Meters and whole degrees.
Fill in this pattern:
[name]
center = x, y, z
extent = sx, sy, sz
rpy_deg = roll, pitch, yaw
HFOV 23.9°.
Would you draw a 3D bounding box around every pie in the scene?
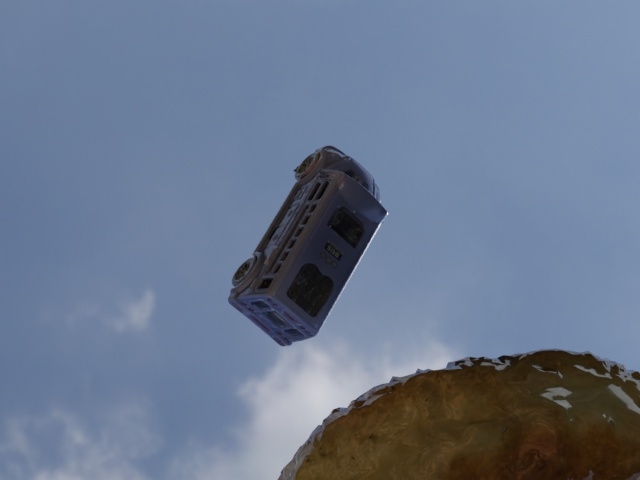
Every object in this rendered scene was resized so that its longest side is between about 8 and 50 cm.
[pie]
center = 0.095, 0.180, 0.623
extent = 0.315, 0.315, 0.092
rpy_deg = -19, -147, -3

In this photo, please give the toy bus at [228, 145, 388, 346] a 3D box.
[toy bus]
center = 0.000, 0.000, 1.218
extent = 0.076, 0.073, 0.167
rpy_deg = -15, -139, 56
